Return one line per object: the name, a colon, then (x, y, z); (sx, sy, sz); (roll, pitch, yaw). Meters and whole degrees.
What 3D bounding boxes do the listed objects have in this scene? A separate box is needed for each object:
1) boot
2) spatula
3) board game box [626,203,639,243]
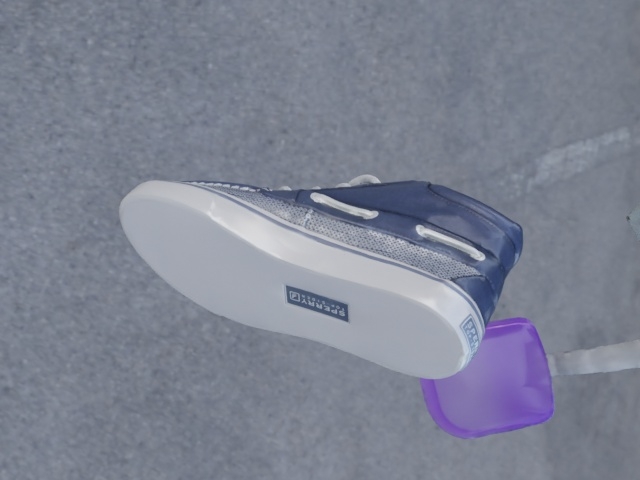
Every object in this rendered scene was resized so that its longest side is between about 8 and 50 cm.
boot: (0.000, 0.000, 0.467); (0.086, 0.190, 0.069); (-51, 155, -42)
spatula: (0.207, 0.080, 0.649); (0.030, 0.296, 0.084); (-6, 82, -59)
board game box: (0.337, -0.012, 0.503); (0.275, 0.144, 0.142); (-12, 156, -25)
